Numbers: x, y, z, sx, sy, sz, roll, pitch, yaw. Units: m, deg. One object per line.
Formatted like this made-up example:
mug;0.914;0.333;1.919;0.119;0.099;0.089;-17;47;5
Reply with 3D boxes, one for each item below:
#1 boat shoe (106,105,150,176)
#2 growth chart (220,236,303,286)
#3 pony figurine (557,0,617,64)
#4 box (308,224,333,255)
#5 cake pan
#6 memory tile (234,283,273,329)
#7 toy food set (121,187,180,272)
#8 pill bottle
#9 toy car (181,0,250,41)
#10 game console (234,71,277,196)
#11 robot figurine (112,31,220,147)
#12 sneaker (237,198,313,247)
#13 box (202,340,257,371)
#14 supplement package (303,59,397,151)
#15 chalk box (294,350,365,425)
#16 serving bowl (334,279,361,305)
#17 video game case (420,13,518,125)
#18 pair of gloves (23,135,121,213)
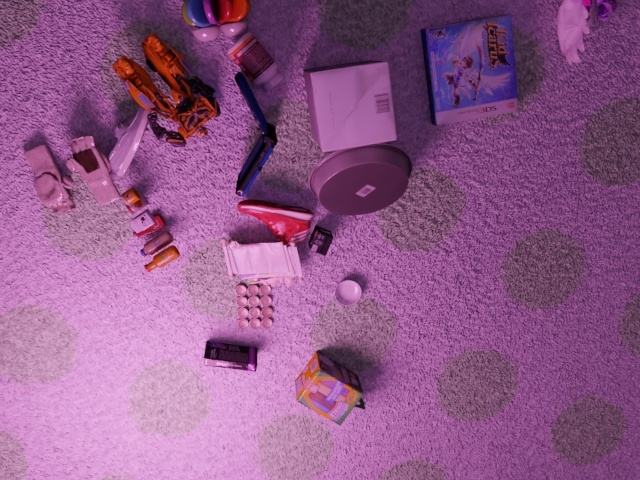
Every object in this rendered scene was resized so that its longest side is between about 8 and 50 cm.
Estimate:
boat shoe;-0.533;-0.285;1.850;0.081;0.079;0.228;24;106;-16
growth chart;-0.170;0.066;1.988;0.237;0.021;0.172;1;124;2
pony figurine;0.723;-0.693;1.785;0.363;0.303;0.351;-14;75;2
box;0.000;0.000;1.984;0.052;0.083;0.062;22;103;-10
cake pan;0.115;-0.159;1.870;0.293;0.054;0.293;-8;150;-5
memory tile;-0.202;0.202;2.061;0.113;0.012;0.148;-3;106;-5
toy food set;-0.503;-0.033;1.909;0.104;0.111;0.232;-32;109;4
pill bottle;-0.173;-0.479;1.825;0.086;0.086;0.152;-40;105;6
toy car;-0.272;-0.605;1.752;0.181;0.136;0.159;-10;107;-3
game console;-0.209;-0.284;1.772;0.173;0.293;0.250;31;101;-12
robot figurine;-0.399;-0.392;1.797;0.211;0.085;0.291;-46;106;-18
sneaker;-0.138;-0.041;1.958;0.221;0.087;0.128;10;104;-7
box;-0.272;0.351;2.043;0.162;0.116;0.029;10;106;-8
supplement package;0.072;-0.365;1.790;0.198;0.263;0.199;-10;107;-3
chalk box;0.043;0.470;2.101;0.213;0.132;0.132;34;100;-13
serving bowl;0.083;0.157;2.067;0.083;0.027;0.083;-2;106;-5
video game case;0.422;-0.478;1.899;0.244;0.061;0.270;-11;107;-3
pair of gloves;-0.689;-0.177;1.859;0.240;0.042;0.204;-10;109;15
